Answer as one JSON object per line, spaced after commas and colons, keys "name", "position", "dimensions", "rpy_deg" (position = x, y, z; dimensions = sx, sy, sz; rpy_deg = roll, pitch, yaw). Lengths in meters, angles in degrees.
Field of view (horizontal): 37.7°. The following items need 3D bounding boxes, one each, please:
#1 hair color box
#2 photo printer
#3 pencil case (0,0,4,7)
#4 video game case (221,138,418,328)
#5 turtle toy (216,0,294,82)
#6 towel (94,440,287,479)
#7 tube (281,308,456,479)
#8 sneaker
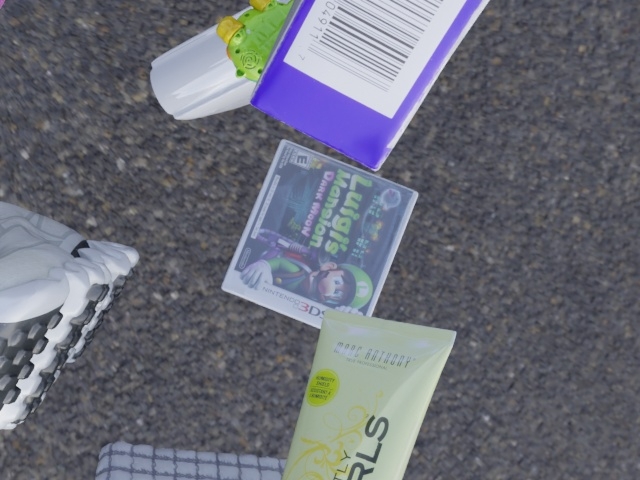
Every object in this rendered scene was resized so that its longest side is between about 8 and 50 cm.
{"name": "hair color box", "position": [0.057, -0.219, 0.712], "dimensions": [0.110, 0.339, 0.185], "rpy_deg": [26, 122, -10]}
{"name": "photo printer", "position": [-0.054, -0.280, 1.330], "dimensions": [0.256, 0.307, 0.107], "rpy_deg": [-30, 99, -59]}
{"name": "pencil case", "position": [-0.350, -0.219, 0.763], "dimensions": [0.098, 0.209, 0.095], "rpy_deg": [0, 99, -52]}
{"name": "video game case", "position": [0.000, 0.000, 1.086], "dimensions": [0.173, 0.022, 0.190], "rpy_deg": [22, 83, 1]}
{"name": "turtle toy", "position": [-0.043, -0.206, 0.959], "dimensions": [0.095, 0.066, 0.130], "rpy_deg": [43, 70, 2]}
{"name": "towel", "position": [-0.048, 0.284, 0.695], "dimensions": [0.283, 0.235, 0.121], "rpy_deg": [8, 120, -10]}
{"name": "tube", "position": [0.004, 0.157, 0.544], "dimensions": [0.070, 0.062, 0.240], "rpy_deg": [21, 74, -6]}
{"name": "sneaker", "position": [-0.193, 0.031, 0.577], "dimensions": [0.118, 0.292, 0.110], "rpy_deg": [33, 88, -8]}
